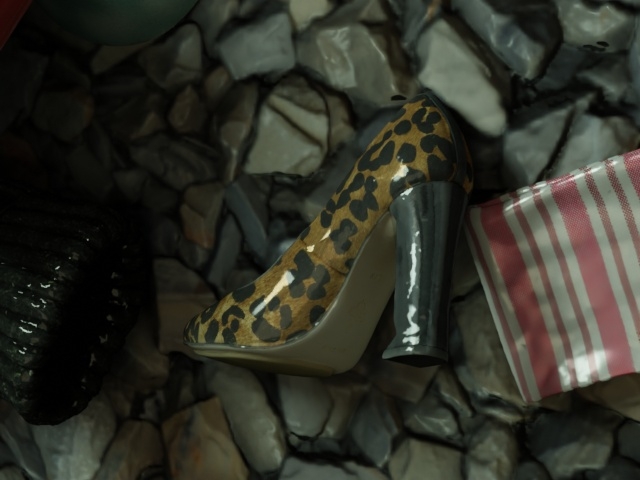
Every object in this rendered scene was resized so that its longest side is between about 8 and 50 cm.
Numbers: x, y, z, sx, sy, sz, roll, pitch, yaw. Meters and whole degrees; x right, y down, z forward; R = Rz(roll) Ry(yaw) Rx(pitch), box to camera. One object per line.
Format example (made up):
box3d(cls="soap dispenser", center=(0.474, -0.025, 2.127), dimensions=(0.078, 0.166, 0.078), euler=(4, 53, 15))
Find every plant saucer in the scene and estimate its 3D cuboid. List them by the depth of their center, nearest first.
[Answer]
box3d(cls="plant saucer", center=(-0.165, -0.241, 1.007), dimensions=(0.194, 0.037, 0.195), euler=(6, 103, 24))

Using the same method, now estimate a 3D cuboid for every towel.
box3d(cls="towel", center=(0.196, 0.019, 0.888), dimensions=(0.197, 0.029, 0.144), euler=(-19, 92, 28))

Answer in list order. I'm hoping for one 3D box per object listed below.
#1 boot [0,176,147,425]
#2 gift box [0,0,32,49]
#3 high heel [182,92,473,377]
box3d(cls="boot", center=(-0.295, 0.098, 1.091), dimensions=(0.260, 0.131, 0.348), euler=(24, 110, 20))
box3d(cls="gift box", center=(-0.379, -0.175, 0.938), dimensions=(0.276, 0.255, 0.258), euler=(-51, 35, 2))
box3d(cls="high heel", center=(0.000, 0.000, 0.975), dimensions=(0.261, 0.093, 0.186), euler=(-7, 70, 43))
